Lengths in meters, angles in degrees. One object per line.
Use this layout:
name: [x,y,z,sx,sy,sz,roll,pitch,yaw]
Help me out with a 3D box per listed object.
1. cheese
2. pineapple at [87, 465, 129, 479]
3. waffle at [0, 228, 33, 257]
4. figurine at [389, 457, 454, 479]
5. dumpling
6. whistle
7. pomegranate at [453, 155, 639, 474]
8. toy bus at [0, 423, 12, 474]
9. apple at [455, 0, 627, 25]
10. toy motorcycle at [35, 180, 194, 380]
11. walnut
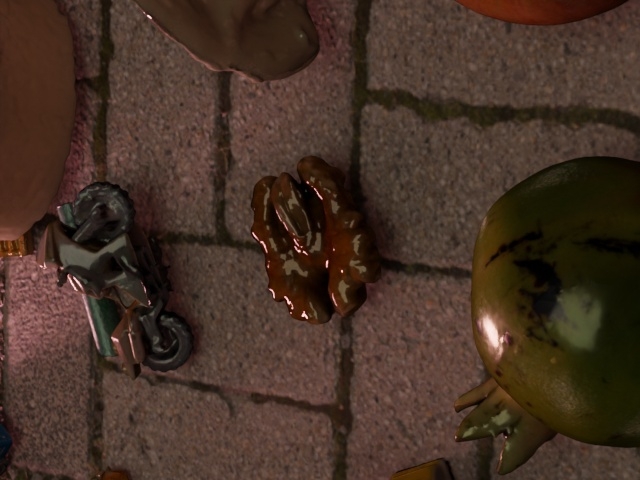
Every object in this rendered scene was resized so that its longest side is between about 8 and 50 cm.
cheese: [-0.437,-0.158,1.735,0.292,0.153,0.332,0,87,30]
pineapple: [-0.252,0.340,1.742,0.069,0.137,0.116,-24,126,34]
waffle: [-0.392,-0.045,1.813,0.092,0.021,0.135,-7,93,31]
figurine: [0.086,0.314,1.425,0.308,0.308,0.143,4,103,30]
dumpling: [-0.149,-0.326,1.464,0.233,0.315,0.395,-22,94,39]
whistle: [-0.266,0.046,1.740,0.039,0.039,0.186,-18,87,31]
pomegranate: [0.236,0.075,1.334,0.260,0.260,0.340,46,119,18]
toy bus: [-0.497,0.302,1.854,0.113,0.134,0.246,45,115,18]
apple: [0.199,-0.311,1.328,0.261,0.194,0.260,5,101,29]
toy motorcycle: [-0.235,0.051,1.678,0.130,0.094,0.229,-22,100,10]
walnut: [0.000,0.000,1.558,0.143,0.069,0.170,-21,84,32]
